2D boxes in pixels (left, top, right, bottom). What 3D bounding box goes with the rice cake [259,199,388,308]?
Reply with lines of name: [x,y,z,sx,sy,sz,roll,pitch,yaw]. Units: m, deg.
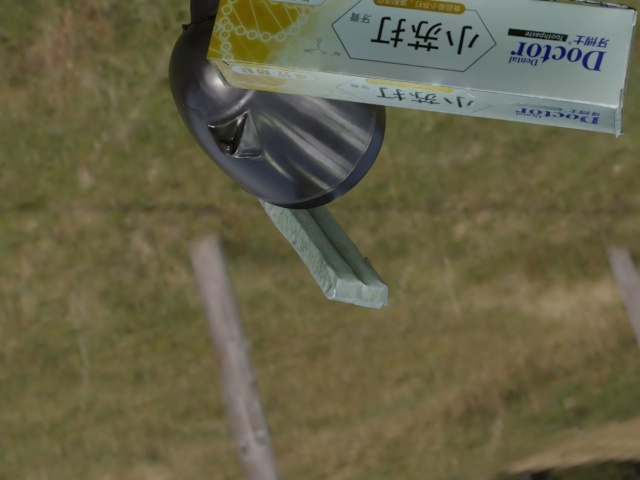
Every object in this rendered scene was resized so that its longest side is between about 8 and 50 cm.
rice cake: [0.000,0.000,1.926,0.085,0.226,0.040,10,121,-38]

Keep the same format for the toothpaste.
toothpaste: [0.076,-0.143,1.199,0.313,0.089,0.071,8,163,13]

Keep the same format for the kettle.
kettle: [-0.062,-0.185,1.801,0.207,0.250,0.271,21,177,30]
